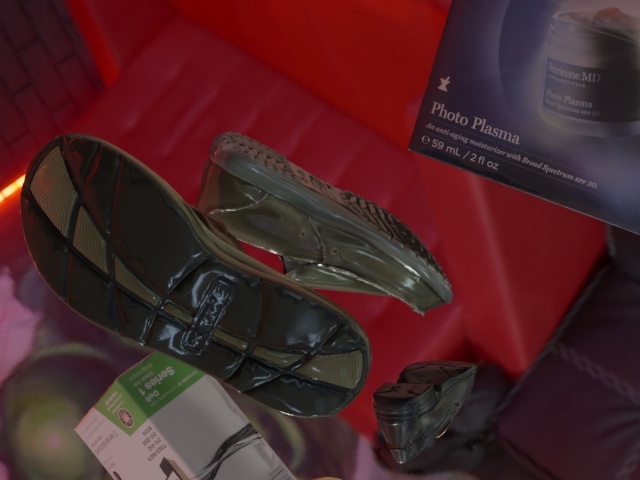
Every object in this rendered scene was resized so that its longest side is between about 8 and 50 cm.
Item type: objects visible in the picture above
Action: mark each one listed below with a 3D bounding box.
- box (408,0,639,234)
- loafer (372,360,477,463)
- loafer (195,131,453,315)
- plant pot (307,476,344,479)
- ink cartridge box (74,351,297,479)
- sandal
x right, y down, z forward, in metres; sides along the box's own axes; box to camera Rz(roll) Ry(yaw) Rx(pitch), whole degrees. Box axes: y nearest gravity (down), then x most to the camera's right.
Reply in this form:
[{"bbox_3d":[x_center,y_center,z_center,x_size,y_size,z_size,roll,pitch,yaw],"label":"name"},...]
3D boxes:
[{"bbox_3d":[0.294,-0.201,1.515,0.296,0.294,0.183,21,-163,18],"label":"box"},{"bbox_3d":[0.097,0.150,1.203,0.062,0.170,0.061,1,100,32],"label":"loafer"},{"bbox_3d":[0.000,0.000,1.126,0.251,0.087,0.094,30,-165,-16],"label":"loafer"},{"bbox_3d":[0.064,0.417,1.704,0.239,0.254,0.254,-23,109,32],"label":"plant pot"},{"bbox_3d":[-0.131,0.229,1.347,0.219,0.092,0.160,51,143,6],"label":"ink cartridge box"},{"bbox_3d":[-0.099,0.033,1.011,0.303,0.120,0.086,36,-170,-7],"label":"sandal"}]
